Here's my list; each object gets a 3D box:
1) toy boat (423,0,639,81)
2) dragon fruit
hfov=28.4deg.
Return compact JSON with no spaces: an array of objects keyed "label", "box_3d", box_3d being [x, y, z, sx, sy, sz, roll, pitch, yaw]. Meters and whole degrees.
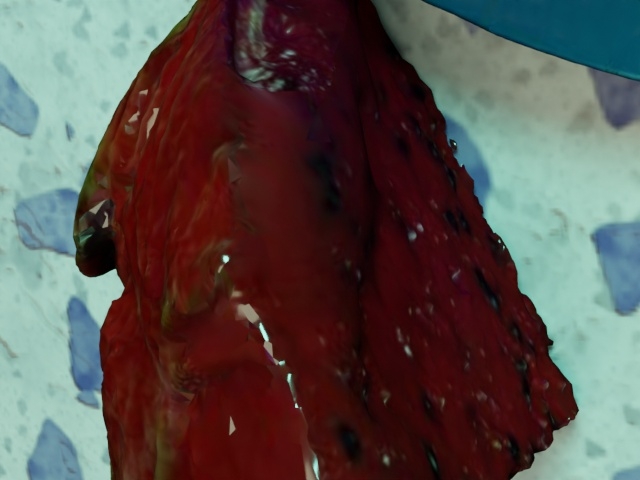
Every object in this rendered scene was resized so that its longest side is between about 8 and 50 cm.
[{"label":"toy boat","box_3d":[0.056,-0.141,0.512,0.299,0.062,0.096,22,119,2]},{"label":"dragon fruit","box_3d":[0.000,0.000,0.600,0.302,0.240,0.330,-20,71,58]}]
